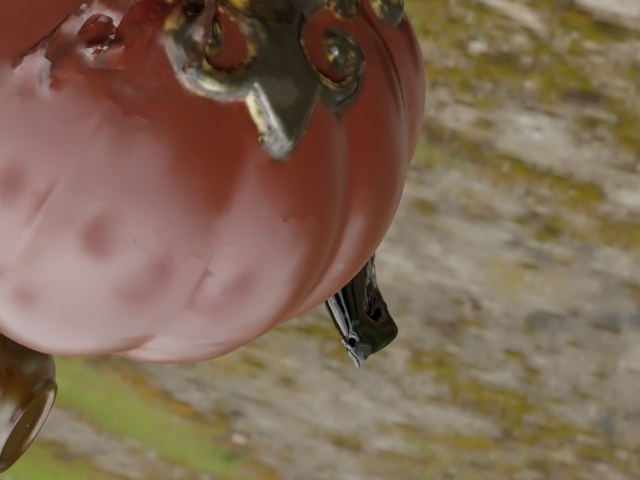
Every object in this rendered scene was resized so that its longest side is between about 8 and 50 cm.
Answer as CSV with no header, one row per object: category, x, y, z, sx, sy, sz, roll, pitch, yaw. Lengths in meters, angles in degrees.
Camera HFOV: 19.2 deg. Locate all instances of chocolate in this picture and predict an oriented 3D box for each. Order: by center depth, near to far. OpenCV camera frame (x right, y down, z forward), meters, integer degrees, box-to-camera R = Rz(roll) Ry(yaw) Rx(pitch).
chocolate,0.001,-0.002,1.099,0.070,0.072,0.147,-3,117,22

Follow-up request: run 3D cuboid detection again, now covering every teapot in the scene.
teapot,-0.233,0.106,1.315,0.078,0.098,0.129,34,126,10

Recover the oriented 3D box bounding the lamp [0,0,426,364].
lamp,-0.067,-0.068,0.648,0.226,0.227,0.227,15,161,5
